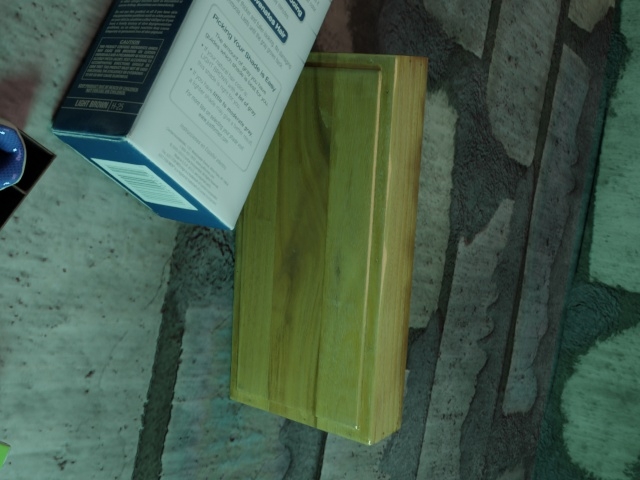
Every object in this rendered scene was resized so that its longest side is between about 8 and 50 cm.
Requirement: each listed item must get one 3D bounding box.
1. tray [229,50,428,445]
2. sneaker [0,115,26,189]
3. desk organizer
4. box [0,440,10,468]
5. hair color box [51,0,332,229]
[{"bbox_3d":[0.000,0.000,0.988,0.076,0.202,0.411,-11,108,-54],"label":"tray"},{"bbox_3d":[-0.326,-0.043,0.553,0.296,0.131,0.112,-32,126,-47],"label":"sneaker"},{"bbox_3d":[-0.273,-0.036,0.705,0.130,0.050,0.047,-62,143,-26],"label":"desk organizer"},{"bbox_3d":[-0.386,0.207,0.596,0.322,0.058,0.232,42,64,-51],"label":"box"},{"bbox_3d":[-0.102,-0.205,0.869,0.174,0.105,0.347,45,61,-52],"label":"hair color box"}]
